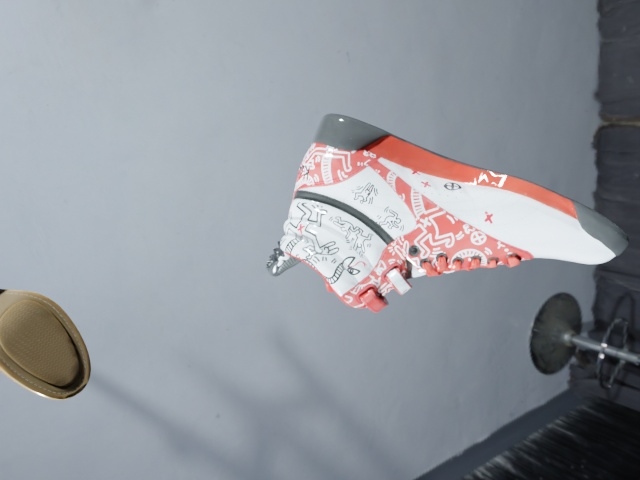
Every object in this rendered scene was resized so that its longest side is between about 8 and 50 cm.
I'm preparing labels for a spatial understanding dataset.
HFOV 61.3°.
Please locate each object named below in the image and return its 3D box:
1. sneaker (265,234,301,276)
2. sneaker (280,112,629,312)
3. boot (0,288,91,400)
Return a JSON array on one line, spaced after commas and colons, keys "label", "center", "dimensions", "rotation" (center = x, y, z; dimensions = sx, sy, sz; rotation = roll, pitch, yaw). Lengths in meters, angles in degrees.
[{"label": "sneaker", "center": [0.000, 0.000, 1.046], "dimensions": [0.234, 0.078, 0.106], "rotation": [-45, 108, 2]}, {"label": "sneaker", "center": [0.098, 0.005, 0.459], "dimensions": [0.270, 0.090, 0.145], "rotation": [23, 92, 10]}, {"label": "boot", "center": [-0.458, 0.153, 0.751], "dimensions": [0.283, 0.220, 0.109], "rotation": [34, 42, -6]}]
